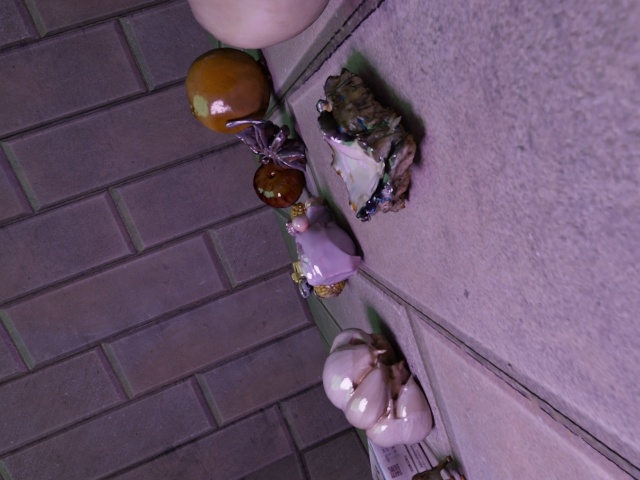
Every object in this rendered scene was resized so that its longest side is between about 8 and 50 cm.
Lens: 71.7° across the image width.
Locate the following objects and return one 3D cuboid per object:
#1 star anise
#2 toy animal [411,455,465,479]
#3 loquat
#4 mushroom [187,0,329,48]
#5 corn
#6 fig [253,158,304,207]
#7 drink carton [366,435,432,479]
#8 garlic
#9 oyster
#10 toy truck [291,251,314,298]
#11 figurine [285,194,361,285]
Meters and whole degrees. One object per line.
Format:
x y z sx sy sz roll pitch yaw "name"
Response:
-0.128 -0.256 1.155 0.231 0.089 0.209 39 156 -24 "star anise"
0.229 0.489 0.906 0.241 0.099 0.057 88 160 -63 "toy animal"
-0.251 -0.407 1.209 0.193 0.238 0.238 103 144 -75 "loquat"
-0.140 -0.325 0.428 0.314 0.336 0.314 161 90 -90 "mushroom"
-0.010 0.025 1.268 0.106 0.106 0.293 110 142 -77 "corn"
-0.128 -0.167 1.329 0.149 0.148 0.202 43 163 -8 "fig"
0.231 0.671 1.234 0.194 0.132 0.324 -119 13 -45 "drink carton"
0.107 0.313 0.973 0.203 0.185 0.281 104 150 -41 "garlic"
0.049 -0.124 0.585 0.259 0.092 0.198 -108 -1 -77 "oyster"
-0.030 0.097 1.470 0.272 0.124 0.157 117 131 -78 "toy truck"
0.000 0.000 1.041 0.276 0.133 0.200 -115 0 -52 "figurine"
